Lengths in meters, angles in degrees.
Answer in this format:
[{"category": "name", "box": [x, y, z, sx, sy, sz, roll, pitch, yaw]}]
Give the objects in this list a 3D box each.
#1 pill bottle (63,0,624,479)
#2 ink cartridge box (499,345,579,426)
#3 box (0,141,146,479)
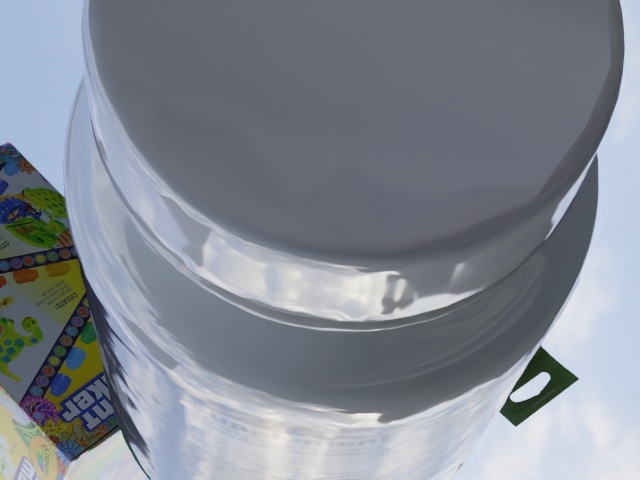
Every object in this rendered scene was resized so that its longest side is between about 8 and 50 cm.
[{"category": "pill bottle", "box": [0.000, 0.000, 0.597, 0.204, 0.361, 0.204, 2, -114, -4]}, {"category": "ink cartridge box", "box": [0.169, 0.087, 1.476, 0.109, 0.209, 0.062, -29, -32, -35]}, {"category": "box", "box": [-0.287, 0.123, 1.297, 0.279, 0.290, 0.177, 45, -130, 11]}]
